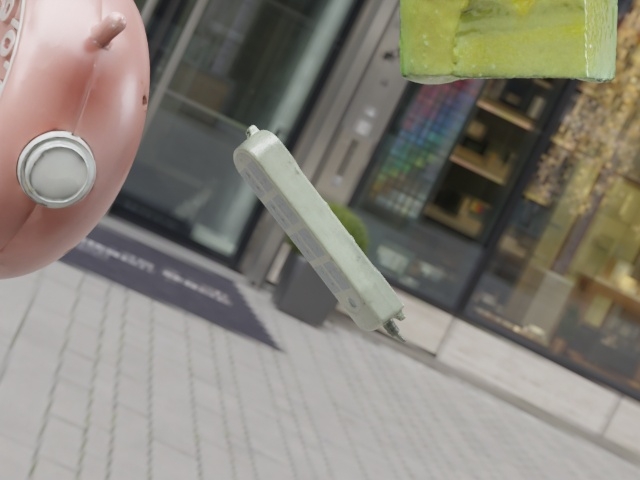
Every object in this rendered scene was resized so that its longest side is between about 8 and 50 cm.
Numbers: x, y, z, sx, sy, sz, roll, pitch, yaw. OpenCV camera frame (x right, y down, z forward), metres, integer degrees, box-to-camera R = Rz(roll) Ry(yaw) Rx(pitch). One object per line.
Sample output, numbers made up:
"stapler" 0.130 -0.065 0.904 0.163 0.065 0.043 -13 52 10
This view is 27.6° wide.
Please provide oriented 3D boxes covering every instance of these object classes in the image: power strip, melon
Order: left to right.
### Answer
"power strip" 0.000 0.000 1.112 0.227 0.029 0.080 52 -16 -2
"melon" 0.168 -0.279 1.073 0.196 0.323 0.124 -3 23 -7

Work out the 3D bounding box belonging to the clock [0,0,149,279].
"clock" -0.191 -0.078 0.876 0.142 0.227 0.241 23 10 -30
